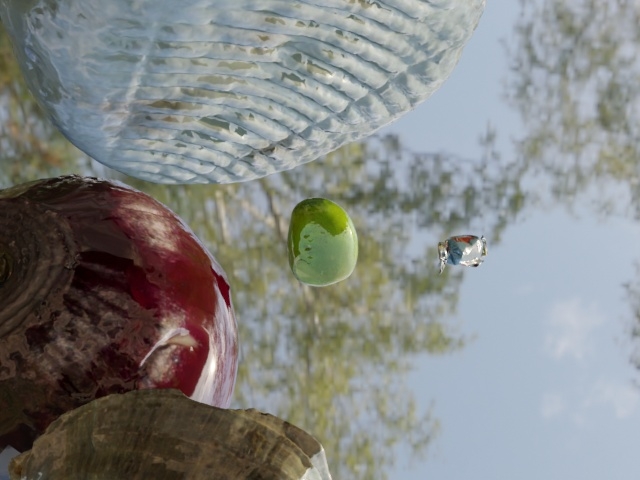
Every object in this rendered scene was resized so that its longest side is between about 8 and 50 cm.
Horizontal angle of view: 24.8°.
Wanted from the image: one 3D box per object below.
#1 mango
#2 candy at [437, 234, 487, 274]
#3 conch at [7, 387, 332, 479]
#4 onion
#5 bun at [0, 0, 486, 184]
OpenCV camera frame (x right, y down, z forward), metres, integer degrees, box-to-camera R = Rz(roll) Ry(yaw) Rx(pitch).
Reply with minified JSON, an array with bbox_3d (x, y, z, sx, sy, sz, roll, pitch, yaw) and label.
[{"bbox_3d":[0.000,0.000,1.455,0.073,0.108,0.056,-12,-136,5],"label":"mango"},{"bbox_3d":[0.114,0.011,1.167,0.020,0.030,0.083,7,-174,32],"label":"candy"},{"bbox_3d":[-0.070,0.157,0.804,0.207,0.130,0.155,34,-94,6],"label":"conch"},{"bbox_3d":[-0.207,0.077,1.311,0.260,0.282,0.336,-22,-139,9],"label":"onion"},{"bbox_3d":[-0.058,-0.182,1.016,0.355,0.354,0.194,-12,-116,-8],"label":"bun"}]
